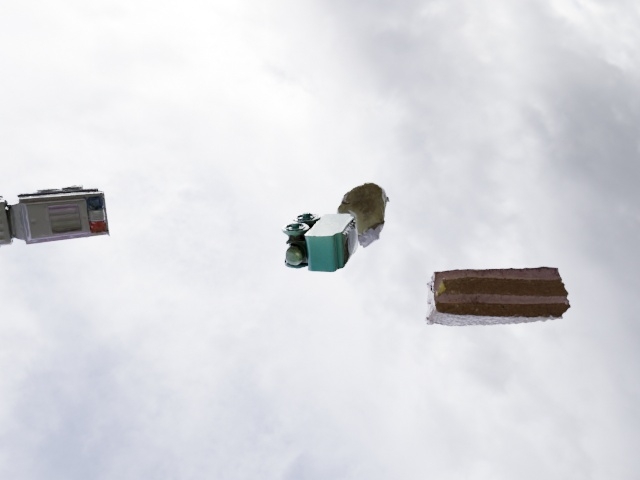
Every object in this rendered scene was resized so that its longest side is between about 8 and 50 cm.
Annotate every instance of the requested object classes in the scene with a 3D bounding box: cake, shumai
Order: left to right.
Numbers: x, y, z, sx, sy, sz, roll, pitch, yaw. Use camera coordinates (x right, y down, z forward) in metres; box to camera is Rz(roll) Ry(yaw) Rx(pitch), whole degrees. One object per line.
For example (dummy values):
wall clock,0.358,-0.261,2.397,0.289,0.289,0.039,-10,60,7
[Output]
shumai,0.141,-0.071,1.386,0.201,0.201,0.120,-13,-135,-34
cake,0.353,0.115,0.959,0.113,0.295,0.116,43,-137,-58

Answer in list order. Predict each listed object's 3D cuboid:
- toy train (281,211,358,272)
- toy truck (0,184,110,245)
toy train,0.000,0.000,1.025,0.198,0.154,0.107,-48,-43,-64
toy truck,-0.600,-0.047,0.966,0.267,0.155,0.125,-11,-77,-34
